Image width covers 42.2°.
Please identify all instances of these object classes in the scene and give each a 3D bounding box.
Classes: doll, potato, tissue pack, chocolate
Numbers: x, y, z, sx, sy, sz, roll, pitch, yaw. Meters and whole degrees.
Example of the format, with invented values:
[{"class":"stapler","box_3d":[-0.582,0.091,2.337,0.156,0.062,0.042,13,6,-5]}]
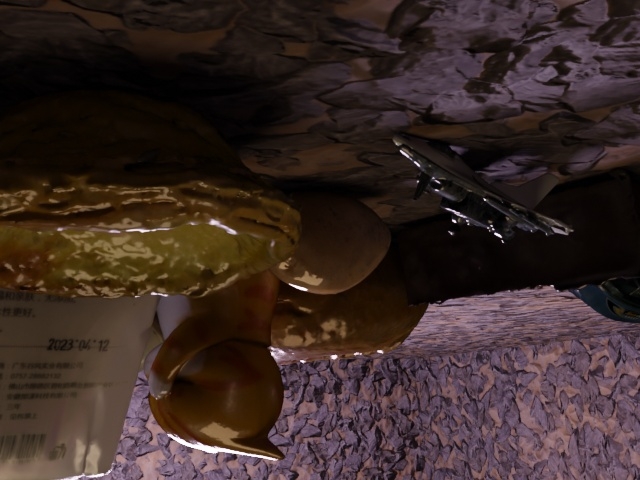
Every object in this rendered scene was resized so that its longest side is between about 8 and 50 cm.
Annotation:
[{"class":"doll","box_3d":[-0.118,0.097,0.901,0.162,0.269,0.167,9,168,-30]},{"class":"potato","box_3d":[-0.002,-0.001,0.859,0.147,0.112,0.112,12,163,-30]},{"class":"tissue pack","box_3d":[-0.358,0.091,0.790,0.357,0.266,0.194,8,-165,-37]},{"class":"chocolate","box_3d":[0.242,0.008,0.944,0.112,0.111,0.321,-2,171,-43]}]

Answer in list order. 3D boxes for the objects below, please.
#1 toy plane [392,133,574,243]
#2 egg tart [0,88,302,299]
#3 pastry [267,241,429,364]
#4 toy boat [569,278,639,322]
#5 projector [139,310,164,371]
[{"class":"toy plane","box_3d":[0.140,-0.039,0.763,0.234,0.082,0.160,8,-169,-39]},{"class":"egg tart","box_3d":[-0.161,-0.034,0.630,0.294,0.123,0.294,-3,164,-1]},{"class":"pastry","box_3d":[-0.012,0.091,1.156,0.356,0.163,0.356,-2,165,-1]},{"class":"toy boat","box_3d":[0.411,0.045,1.125,0.122,0.114,0.296,-33,153,28]},{"class":"projector","box_3d":[-0.291,0.121,1.059,0.242,0.163,0.177,-41,-178,2]}]
